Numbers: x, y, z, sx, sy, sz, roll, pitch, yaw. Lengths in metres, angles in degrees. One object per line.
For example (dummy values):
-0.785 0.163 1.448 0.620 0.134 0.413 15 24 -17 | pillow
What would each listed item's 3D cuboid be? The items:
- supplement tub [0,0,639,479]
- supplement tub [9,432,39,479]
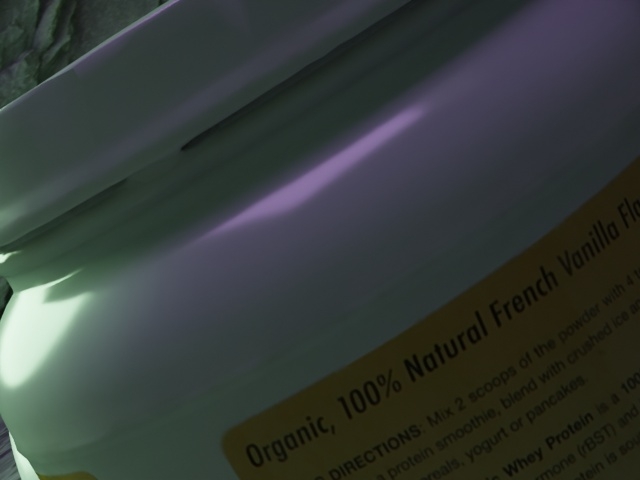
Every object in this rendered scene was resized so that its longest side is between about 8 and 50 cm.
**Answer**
0.044 0.060 0.519 0.228 0.316 0.228 -31 8 5 | supplement tub
-0.038 0.093 1.078 0.272 0.191 0.191 -29 8 15 | supplement tub
